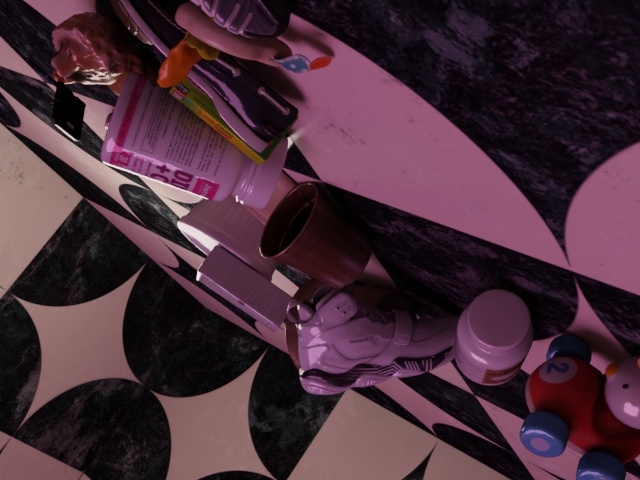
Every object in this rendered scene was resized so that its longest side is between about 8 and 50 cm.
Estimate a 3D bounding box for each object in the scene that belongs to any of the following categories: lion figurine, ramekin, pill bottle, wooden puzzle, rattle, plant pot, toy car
[{"bbox_3d":[-0.342,-0.283,1.490,0.240,0.142,0.392,10,166,43],"label":"lion figurine"},{"bbox_3d":[-0.207,-0.011,1.992,0.273,0.127,0.273,32,165,10],"label":"ramekin"},{"bbox_3d":[-0.209,-0.159,1.359,0.283,0.160,0.160,19,169,-13],"label":"pill bottle"},{"bbox_3d":[-0.105,-0.100,1.675,0.221,0.044,0.239,43,159,-25],"label":"wooden puzzle"},{"bbox_3d":[-0.106,-0.222,1.060,0.200,0.142,0.130,29,-171,-3],"label":"rattle"},{"bbox_3d":[0.305,0.169,1.425,0.131,0.131,0.229,30,165,17],"label":"pill bottle"},{"bbox_3d":[0.088,0.196,1.834,0.263,0.263,0.229,43,146,-27],"label":"plant pot"},{"bbox_3d":[0.000,0.000,1.543,0.165,0.166,0.167,33,168,-26],"label":"plant pot"},{"bbox_3d":[0.464,0.235,1.262,0.210,0.219,0.238,36,136,0],"label":"toy car"}]

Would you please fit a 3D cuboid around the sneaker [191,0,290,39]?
[{"bbox_3d":[-0.143,-0.328,1.001,0.229,0.086,0.132,27,-168,-17],"label":"sneaker"}]

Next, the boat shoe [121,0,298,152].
[{"bbox_3d":[-0.159,-0.265,1.181,0.302,0.091,0.114,45,-172,-23],"label":"boat shoe"}]

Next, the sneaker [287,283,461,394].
[{"bbox_3d":[0.114,0.166,1.621,0.137,0.366,0.210,-100,-6,-71],"label":"sneaker"}]

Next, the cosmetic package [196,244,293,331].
[{"bbox_3d":[-0.177,0.115,1.910,0.231,0.085,0.117,33,164,-1],"label":"cosmetic package"}]

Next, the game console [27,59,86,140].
[{"bbox_3d":[-0.464,-0.242,1.413,0.071,0.107,0.122,6,172,4],"label":"game console"}]

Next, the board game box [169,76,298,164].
[{"bbox_3d":[-0.136,-0.213,1.276,0.181,0.092,0.043,39,166,-14],"label":"board game box"}]

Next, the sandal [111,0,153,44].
[{"bbox_3d":[-0.289,-0.375,1.207,0.072,0.049,0.180,18,143,57],"label":"sandal"}]

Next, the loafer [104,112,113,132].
[{"bbox_3d":[-0.501,-0.281,1.975,0.039,0.045,0.125,20,174,-10],"label":"loafer"}]
